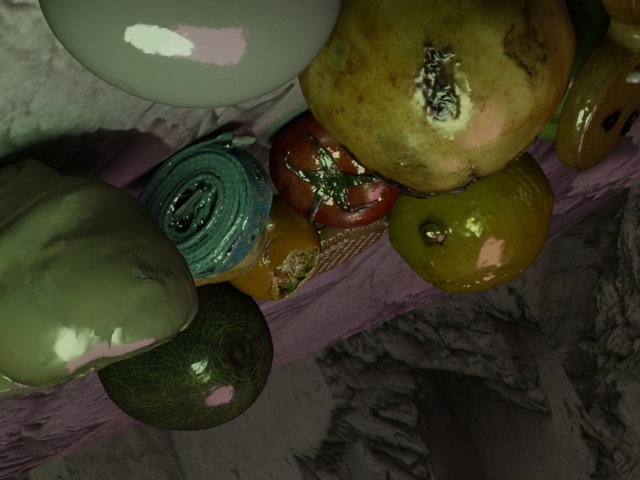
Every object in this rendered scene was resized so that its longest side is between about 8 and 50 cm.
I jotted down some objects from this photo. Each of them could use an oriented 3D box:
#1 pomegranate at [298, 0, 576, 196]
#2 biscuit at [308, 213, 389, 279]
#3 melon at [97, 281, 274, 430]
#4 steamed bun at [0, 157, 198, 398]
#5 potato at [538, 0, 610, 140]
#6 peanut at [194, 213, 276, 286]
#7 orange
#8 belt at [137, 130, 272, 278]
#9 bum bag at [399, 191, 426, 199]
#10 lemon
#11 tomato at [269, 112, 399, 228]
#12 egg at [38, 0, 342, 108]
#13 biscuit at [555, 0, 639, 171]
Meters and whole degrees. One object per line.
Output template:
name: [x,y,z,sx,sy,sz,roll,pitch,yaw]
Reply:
pomegranate: [0.116,-0.169,1.395,0.260,0.260,0.260,-26,170,-5]
biscuit: [0.000,0.000,2.370,0.259,0.079,0.259,-28,171,-5]
melon: [-0.209,0.162,2.172,0.237,0.238,0.301,-19,-171,-40]
steamed bun: [-0.286,0.033,1.474,0.309,0.220,0.324,-18,-176,8]
potato: [0.262,-0.221,1.607,0.215,0.216,0.304,-26,177,-5]
peanut: [-0.149,-0.003,1.848,0.224,0.129,0.129,-22,169,-41]
orange: [-0.070,0.016,2.111,0.154,0.134,0.155,-33,174,-4]
belt: [-0.133,-0.033,1.702,0.163,0.148,0.082,-20,176,21]
bum bag: [0.152,-0.150,1.907,0.144,0.095,0.340,26,147,-17]
lemon: [0.237,-0.044,2.286,0.260,0.261,0.284,-29,174,9]
tomato: [0.026,-0.094,1.811,0.167,0.167,0.167,-26,170,-5]
egg: [-0.090,-0.179,1.006,0.231,0.176,0.176,-2,154,-46]
biscuit: [0.351,-0.255,1.392,0.283,0.064,0.432,10,108,-64]
